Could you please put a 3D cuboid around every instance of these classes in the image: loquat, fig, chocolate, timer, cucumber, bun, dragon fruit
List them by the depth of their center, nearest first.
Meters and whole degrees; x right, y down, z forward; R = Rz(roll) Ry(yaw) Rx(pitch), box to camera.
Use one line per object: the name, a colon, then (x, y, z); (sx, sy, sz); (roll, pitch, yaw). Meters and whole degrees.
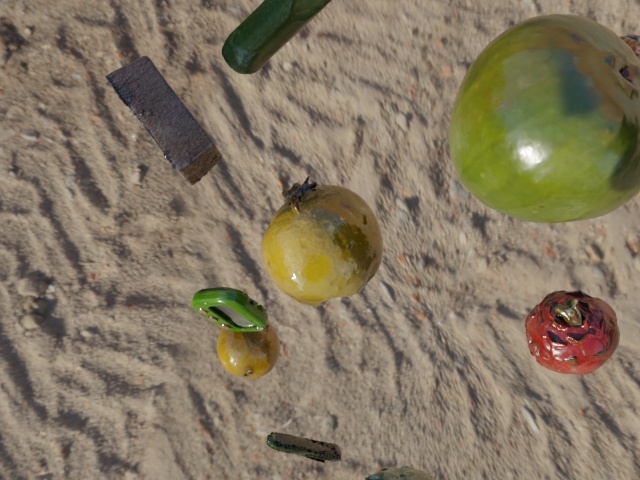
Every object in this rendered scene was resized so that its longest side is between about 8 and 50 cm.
fig: (0.317, -0.153, 1.023); (0.316, 0.316, 0.316); (-1, 83, 9)
loquat: (0.000, 0.000, 1.343); (0.244, 0.244, 0.243); (-1, 83, 9)
dragon fruit: (0.491, 0.177, 1.393); (0.172, 0.209, 0.172); (0, 76, 1)
timer: (-0.177, 0.136, 1.405); (0.128, 0.140, 0.047); (-7, 55, 34)
bun: (0.143, 0.557, 1.495); (0.239, 0.239, 0.141); (-29, 89, 5)
loquat: (-0.153, 0.226, 1.526); (0.141, 0.141, 0.141); (-1, 83, 9)
cucumber: (-0.039, 0.468, 1.610); (0.044, 0.257, 0.043); (-38, 50, 21)
chocolate: (-0.357, -0.285, 1.636); (0.112, 0.112, 0.321); (-38, 74, -4)

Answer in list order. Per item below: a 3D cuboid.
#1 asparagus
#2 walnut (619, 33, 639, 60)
asparagus: (-0.016, -0.193, 0.566); (0.178, 0.045, 0.041); (-30, 89, 45)
walnut: (0.644, -0.361, 1.466); (0.116, 0.116, 0.207); (-40, 35, 3)
